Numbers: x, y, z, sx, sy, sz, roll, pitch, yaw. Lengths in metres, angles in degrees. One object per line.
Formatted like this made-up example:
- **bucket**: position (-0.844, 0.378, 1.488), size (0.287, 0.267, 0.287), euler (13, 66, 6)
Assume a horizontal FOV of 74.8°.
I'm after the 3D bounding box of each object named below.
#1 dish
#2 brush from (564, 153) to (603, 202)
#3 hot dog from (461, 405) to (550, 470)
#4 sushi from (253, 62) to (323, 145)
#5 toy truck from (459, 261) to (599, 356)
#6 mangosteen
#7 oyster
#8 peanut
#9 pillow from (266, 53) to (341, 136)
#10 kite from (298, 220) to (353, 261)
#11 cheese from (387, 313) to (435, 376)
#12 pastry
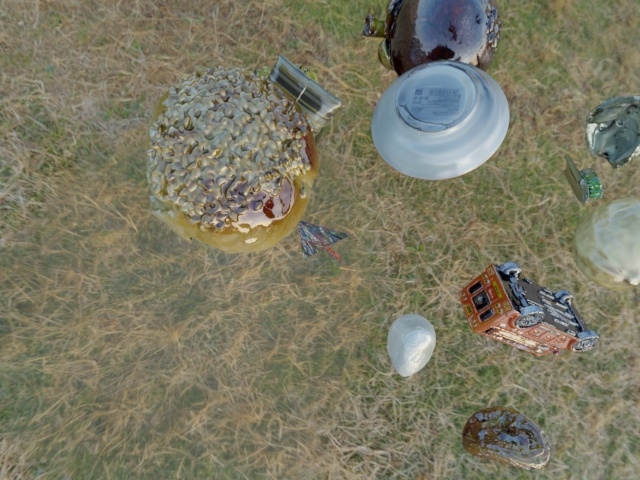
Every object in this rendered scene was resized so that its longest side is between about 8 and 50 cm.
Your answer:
- **dish**: position (0.217, -0.249, 0.787), size (0.261, 0.085, 0.260), euler (-5, 73, 17)
- **brush**: position (0.582, -0.147, 0.940), size (0.048, 0.282, 0.054), euler (-3, 109, 24)
- **hot dog**: position (0.494, 0.538, 1.142), size (0.160, 0.227, 0.099), euler (-46, 116, -47)
- **sushi**: position (-0.156, -0.463, 1.465), size (0.329, 0.285, 0.327), euler (1, 49, 19)
- **toy truck**: position (0.374, 0.135, 0.750), size (0.253, 0.114, 0.107), euler (23, 39, -28)
- **mangosteen**: position (0.289, -0.494, 1.035), size (0.297, 0.293, 0.296), euler (18, 65, -44)
- **oyster**: position (0.768, -0.271, 1.068), size (0.252, 0.199, 0.087), euler (38, 82, -28)
- **peanut**: position (0.508, 0.004, 0.711), size (0.141, 0.109, 0.159), euler (18, 101, -22)
- **pillow**: position (-0.081, -0.373, 1.184), size (0.208, 0.212, 0.052), euler (33, 38, -16)
- **kite**: position (0.000, 0.000, 1.243), size (0.189, 0.232, 0.009), euler (44, 49, -13)
- **cheese**: position (0.316, 0.347, 1.455), size (0.155, 0.189, 0.197), euler (10, 115, -10)
- **pastry**: position (-0.183, -0.175, 0.903), size (0.410, 0.245, 0.409), euler (4, 81, -22)
